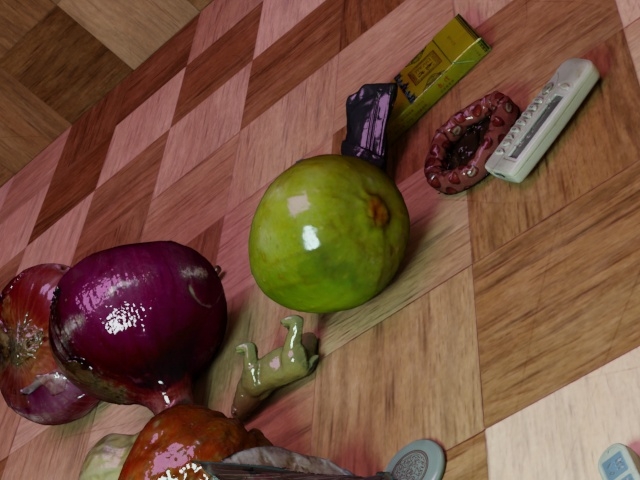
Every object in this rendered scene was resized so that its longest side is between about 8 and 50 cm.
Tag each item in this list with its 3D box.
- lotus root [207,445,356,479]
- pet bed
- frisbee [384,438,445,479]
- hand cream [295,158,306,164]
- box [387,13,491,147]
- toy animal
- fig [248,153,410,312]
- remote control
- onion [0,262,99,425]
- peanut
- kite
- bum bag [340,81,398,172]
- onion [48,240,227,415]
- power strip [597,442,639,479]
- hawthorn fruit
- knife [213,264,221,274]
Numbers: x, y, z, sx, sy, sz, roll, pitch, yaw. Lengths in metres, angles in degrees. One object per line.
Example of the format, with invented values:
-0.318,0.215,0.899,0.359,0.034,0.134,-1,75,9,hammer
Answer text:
-0.063,0.405,1.523,0.192,0.272,0.272,-48,23,32,lotus root
0.253,-0.162,1.978,0.201,0.053,0.201,-42,26,27,pet bed
0.124,0.317,1.588,0.110,0.014,0.110,-37,29,24,frisbee
-0.046,-0.049,2.297,0.095,0.059,0.276,-32,36,36,hand cream
0.199,-0.308,2.271,0.279,0.041,0.153,-44,26,13,box
-0.084,0.222,1.976,0.218,0.103,0.101,-31,55,25,toy animal
0.000,0.000,1.945,0.326,0.258,0.258,-38,25,55,fig
0.356,-0.188,1.852,0.230,0.049,0.090,-52,27,-5,remote control
-0.555,0.223,2.543,0.347,0.285,0.348,0,90,39,onion
-0.316,0.396,2.030,0.313,0.152,0.152,-23,36,39,peanut
0.029,0.346,1.435,0.368,0.406,0.014,-22,-49,-69,kite
0.088,-0.177,2.188,0.123,0.060,0.248,-8,64,47,bum bag
-0.314,0.196,2.159,0.347,0.347,0.385,-39,62,20,onion
0.344,0.289,1.266,0.047,0.030,0.191,-41,27,18,power strip
-0.186,0.374,1.753,0.261,0.258,0.258,-33,14,-35,hawthorn fruit
-0.299,0.172,2.440,0.298,0.017,0.047,-55,24,-1,knife
